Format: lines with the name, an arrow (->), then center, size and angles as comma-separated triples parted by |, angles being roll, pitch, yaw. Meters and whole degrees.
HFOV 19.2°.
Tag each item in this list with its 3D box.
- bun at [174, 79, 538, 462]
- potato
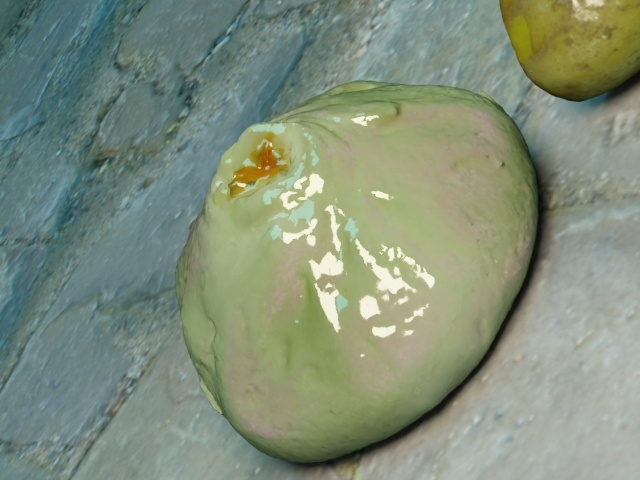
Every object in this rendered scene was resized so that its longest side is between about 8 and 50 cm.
bun -> 0.000, 0.000, 1.301 | 0.293, 0.187, 0.293 | -40, 29, 27
potato -> 0.214, -0.232, 1.313 | 0.298, 0.141, 0.176 | -59, 18, -18
